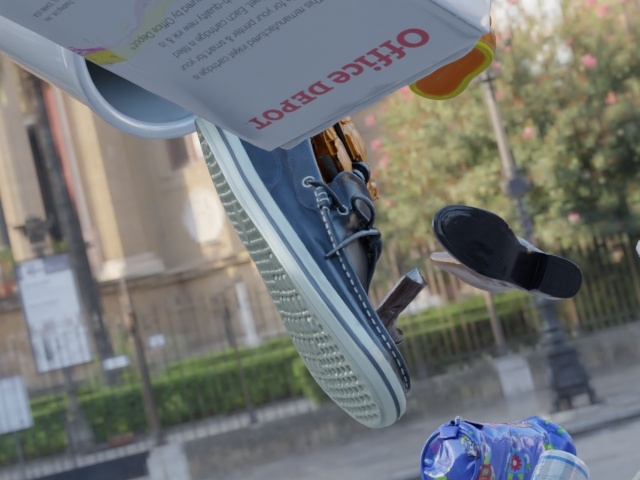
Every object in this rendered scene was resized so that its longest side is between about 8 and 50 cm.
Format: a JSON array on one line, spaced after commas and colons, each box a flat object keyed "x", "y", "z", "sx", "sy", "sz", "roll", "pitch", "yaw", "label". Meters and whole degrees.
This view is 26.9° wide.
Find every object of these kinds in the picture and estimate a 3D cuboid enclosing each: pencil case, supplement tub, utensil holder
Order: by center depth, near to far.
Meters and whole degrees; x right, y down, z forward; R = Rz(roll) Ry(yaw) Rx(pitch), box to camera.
[{"x": 0.297, "y": 0.329, "z": 1.718, "sx": 0.071, "sy": 0.071, "sz": 0.107, "roll": -19, "pitch": 34, "yaw": 50, "label": "supplement tub"}, {"x": -0.295, "y": -0.348, "z": 1.843, "sx": 0.328, "sy": 0.327, "sz": 0.385, "roll": -10, "pitch": 27, "yaw": -39, "label": "utensil holder"}, {"x": 0.289, "y": 0.348, "z": 2.163, "sx": 0.119, "sy": 0.133, "sz": 0.306, "roll": -1, "pitch": -5, "yaw": 43, "label": "pencil case"}]

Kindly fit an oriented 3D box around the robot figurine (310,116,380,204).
[{"x": -0.004, "y": -0.162, "z": 2.013, "sx": 0.085, "sy": 0.291, "sz": 0.211, "roll": -20, "pitch": 13, "yaw": 20, "label": "robot figurine"}]

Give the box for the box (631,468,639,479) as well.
[{"x": 0.423, "y": 0.345, "z": 1.554, "sx": 0.121, "sy": 0.148, "sz": 0.311, "roll": 2, "pitch": -38, "yaw": -15, "label": "box"}]

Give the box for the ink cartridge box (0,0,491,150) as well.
[{"x": -0.077, "y": -0.197, "z": 0.819, "sx": 0.306, "sy": 0.131, "sz": 0.226, "roll": 24, "pitch": -30, "yaw": -33, "label": "ink cartridge box"}]

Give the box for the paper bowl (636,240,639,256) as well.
[{"x": 0.490, "y": 0.062, "z": 1.450, "sx": 0.148, "sy": 0.284, "sz": 0.284, "roll": -45, "pitch": -14, "yaw": 16, "label": "paper bowl"}]

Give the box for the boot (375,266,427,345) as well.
[{"x": 0.116, "y": 0.090, "z": 1.848, "sx": 0.114, "sy": 0.037, "sz": 0.106, "roll": -53, "pitch": -28, "yaw": 13, "label": "boot"}]

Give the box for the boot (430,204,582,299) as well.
[{"x": 0.247, "y": 0.017, "z": 2.136, "sx": 0.264, "sy": 0.096, "sz": 0.280, "roll": 17, "pitch": -5, "yaw": -18, "label": "boot"}]

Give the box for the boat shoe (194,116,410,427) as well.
[{"x": 0.000, "y": 0.000, "z": 1.558, "sx": 0.156, "sy": 0.500, "sz": 0.186, "roll": -20, "pitch": -42, "yaw": -11, "label": "boat shoe"}]

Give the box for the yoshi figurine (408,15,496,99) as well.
[{"x": 0.061, "y": -0.316, "z": 1.325, "sx": 0.203, "sy": 0.362, "sz": 0.203, "roll": -3, "pitch": -25, "yaw": 4, "label": "yoshi figurine"}]
